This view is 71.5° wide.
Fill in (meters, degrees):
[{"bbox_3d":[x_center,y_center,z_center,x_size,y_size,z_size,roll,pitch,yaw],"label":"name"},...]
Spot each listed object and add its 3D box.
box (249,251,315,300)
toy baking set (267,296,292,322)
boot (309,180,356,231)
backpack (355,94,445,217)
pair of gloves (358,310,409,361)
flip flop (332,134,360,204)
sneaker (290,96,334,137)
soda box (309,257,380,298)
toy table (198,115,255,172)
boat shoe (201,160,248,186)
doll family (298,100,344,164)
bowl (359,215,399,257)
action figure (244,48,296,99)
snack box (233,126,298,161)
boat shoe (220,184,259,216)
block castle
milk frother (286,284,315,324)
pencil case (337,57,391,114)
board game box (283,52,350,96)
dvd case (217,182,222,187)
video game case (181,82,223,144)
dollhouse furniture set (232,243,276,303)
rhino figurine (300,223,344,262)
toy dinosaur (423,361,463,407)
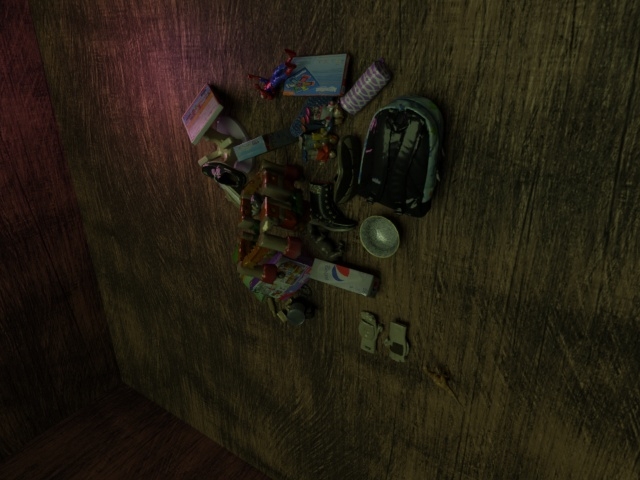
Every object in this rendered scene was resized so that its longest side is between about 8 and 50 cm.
[{"bbox_3d":[-0.168,0.162,2.037,0.293,0.200,0.057,-44,39,35],"label":"box"},{"bbox_3d":[-0.197,0.293,2.240,0.196,0.030,0.256,-11,103,37],"label":"toy baking set"},{"bbox_3d":[0.041,-0.139,1.824,0.236,0.085,0.179,16,117,31],"label":"boot"},{"bbox_3d":[0.276,-0.301,1.487,0.290,0.273,0.356,24,145,29],"label":"backpack"},{"bbox_3d":[0.276,0.418,1.933,0.240,0.042,0.204,10,119,35],"label":"pair of gloves"},{"bbox_3d":[0.091,-0.273,1.721,0.080,0.112,0.277,38,136,51],"label":"flip flop"},{"bbox_3d":[-0.023,-0.492,1.719,0.232,0.090,0.081,-45,78,19],"label":"sneaker"},{"bbox_3d":[0.101,0.159,1.883,0.286,0.098,0.091,16,85,30],"label":"soda box"},{"bbox_3d":[-0.425,-0.415,1.996,0.252,0.161,0.274,-37,88,41],"label":"toy table"},{"bbox_3d":[-0.422,-0.283,1.902,0.233,0.079,0.084,20,125,22],"label":"boat shoe"},{"bbox_3d":[0.007,-0.418,1.670,0.118,0.163,0.263,-120,28,-43],"label":"doll family"},{"bbox_3d":[0.244,-0.027,1.725,0.170,0.080,0.170,16,120,30],"label":"bowl"},{"bbox_3d":[-0.206,-0.633,1.718,0.280,0.138,0.092,149,125,-61],"label":"action figure"},{"bbox_3d":[-0.222,-0.395,1.819,0.174,0.207,0.070,-10,104,38],"label":"snack box"},{"bbox_3d":[-0.406,-0.229,2.093,0.302,0.113,0.103,47,129,5],"label":"boat shoe"},{"bbox_3d":[-0.190,-0.082,1.823,0.303,0.212,0.454,-46,39,44],"label":"block castle"},{"bbox_3d":[-0.096,0.300,2.093,0.129,0.135,0.143,-16,106,9],"label":"milk frother"},{"bbox_3d":[0.156,-0.534,1.561,0.086,0.088,0.206,24,139,-30],"label":"pencil case"},{"bbox_3d":[-0.020,-0.607,1.643,0.281,0.027,0.145,15,97,38],"label":"board game box"},{"bbox_3d":[-0.463,-0.295,2.175,0.119,0.013,0.087,11,116,31],"label":"dvd case"},{"bbox_3d":[-0.519,-0.556,1.938,0.204,0.025,0.285,-49,41,14],"label":"video game case"},{"bbox_3d":[-0.337,0.173,2.183,0.197,0.151,0.302,48,131,23],"label":"dollhouse furniture set"},{"bbox_3d":[0.000,0.000,1.926,0.243,0.073,0.106,42,126,16],"label":"rhino figurine"},{"bbox_3d":[0.495,0.575,1.793,0.211,0.112,0.064,43,129,13],"label":"toy dinosaur"}]
